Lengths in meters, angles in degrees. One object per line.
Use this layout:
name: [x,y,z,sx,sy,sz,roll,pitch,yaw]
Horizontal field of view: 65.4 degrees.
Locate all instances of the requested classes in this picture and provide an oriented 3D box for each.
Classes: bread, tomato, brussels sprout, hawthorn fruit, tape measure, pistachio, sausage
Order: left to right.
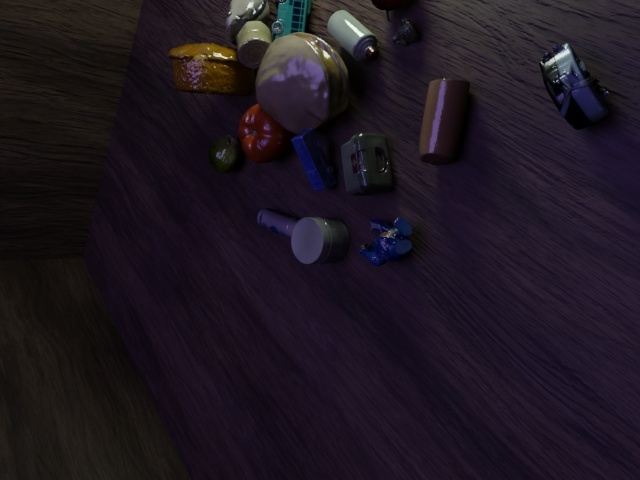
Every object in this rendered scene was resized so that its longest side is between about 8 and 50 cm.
bread: [-0.468,-0.758,2.224,0.398,0.398,0.215,18,109,45]
brussels sprout: [-0.455,-0.410,2.365,0.181,0.144,0.161,-63,26,-4]
bread: [-0.273,-0.807,2.049,0.148,0.134,0.141,-27,52,24]
tomato: [-0.224,-0.444,2.094,0.260,0.180,0.260,5,97,47]
pistachio: [-0.074,-0.579,1.864,0.445,0.281,0.365,22,131,46]
hawthorn fruit: [0.233,-0.823,1.645,0.157,0.157,0.194,35,133,40]
sausage: [0.371,-0.356,1.518,0.123,0.123,0.253,17,104,45]
tape measure: [0.622,-0.364,1.214,0.107,0.181,0.182,-34,30,37]

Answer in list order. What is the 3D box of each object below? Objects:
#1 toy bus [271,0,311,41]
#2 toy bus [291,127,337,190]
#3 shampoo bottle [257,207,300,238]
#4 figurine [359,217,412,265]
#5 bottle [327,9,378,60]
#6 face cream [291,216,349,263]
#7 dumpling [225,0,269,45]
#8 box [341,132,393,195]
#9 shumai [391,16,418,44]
toy bus: [-0.116,-0.903,1.994,0.128,0.147,0.256,-124,41,-79]
toy bus: [-0.024,-0.299,1.887,0.079,0.094,0.236,1,122,51]
shampoo bottle: [-0.140,-0.061,2.077,0.303,0.092,0.092,23,107,43]
figurine: [0.223,0.017,1.689,0.164,0.120,0.262,-66,20,-10]
bottle: [0.126,-0.719,1.780,0.245,0.104,0.104,54,126,32]
face cream: [0.000,0.000,1.888,0.177,0.153,0.177,2,93,44]
dumpling: [-0.288,-0.946,2.128,0.163,0.204,0.293,19,59,33]
box: [0.160,-0.259,1.726,0.129,0.148,0.210,-16,79,57]
shumai: [0.272,-0.679,1.644,0.080,0.083,0.082,-30,29,22]
